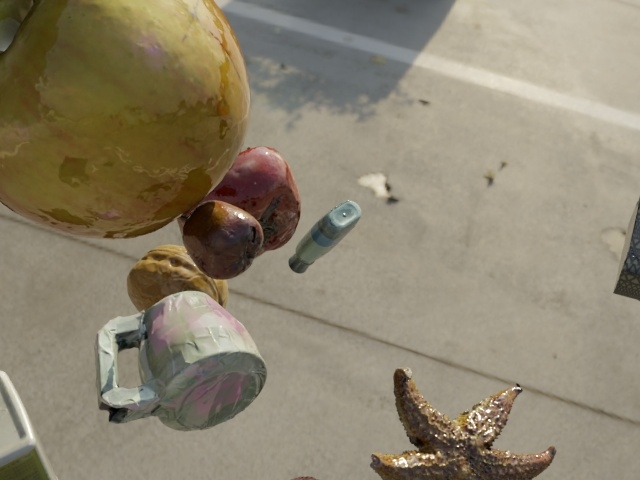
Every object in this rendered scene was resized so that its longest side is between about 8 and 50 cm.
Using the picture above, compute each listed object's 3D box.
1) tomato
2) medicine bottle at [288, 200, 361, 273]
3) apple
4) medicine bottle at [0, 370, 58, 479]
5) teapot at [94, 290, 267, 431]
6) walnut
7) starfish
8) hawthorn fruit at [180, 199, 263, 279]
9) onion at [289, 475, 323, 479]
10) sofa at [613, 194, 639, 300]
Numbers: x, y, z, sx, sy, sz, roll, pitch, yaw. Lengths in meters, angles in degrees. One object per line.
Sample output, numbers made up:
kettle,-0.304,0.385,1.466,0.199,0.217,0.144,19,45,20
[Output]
tomato,-0.117,-0.040,1.412,0.228,0.228,0.101,-16,47,-34
medicine bottle,0.000,0.000,1.566,0.090,0.208,0.053,-35,82,-38
apple,-0.196,-0.135,0.783,0.233,0.286,0.286,38,18,-37
medicine bottle,-0.360,0.262,0.969,0.088,0.188,0.132,-25,46,-23
teapot,-0.204,0.175,1.192,0.222,0.163,0.178,-27,49,-8
walnut,-0.272,0.091,1.611,0.197,0.165,0.165,18,33,29
starfish,0.159,0.237,0.900,0.227,0.043,0.240,-16,76,-27
hawthorn fruit,-0.092,-0.002,0.786,0.077,0.077,0.077,8,35,-6
onion,-0.022,0.500,1.280,0.111,0.247,0.250,-29,86,-36
sofa,0.387,0.009,1.012,0.039,0.060,0.118,17,60,14
